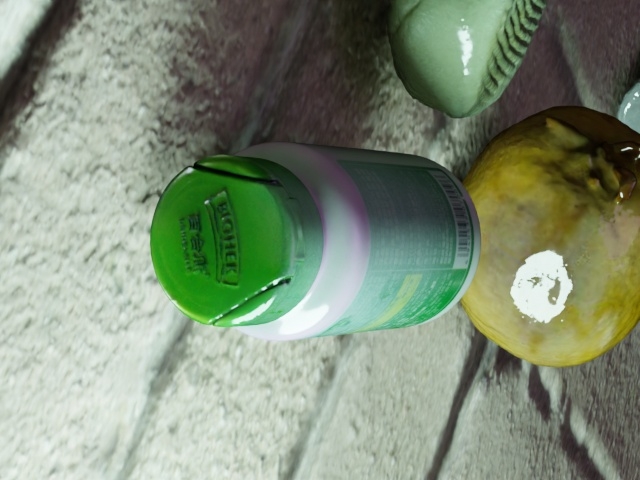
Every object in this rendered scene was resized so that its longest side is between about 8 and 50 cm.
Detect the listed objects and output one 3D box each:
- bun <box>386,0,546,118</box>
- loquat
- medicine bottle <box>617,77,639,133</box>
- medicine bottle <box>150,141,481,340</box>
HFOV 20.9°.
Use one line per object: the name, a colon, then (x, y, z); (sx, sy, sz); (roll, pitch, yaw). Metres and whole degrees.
bun: (0.110, -0.196, 1.321); (0.221, 0.108, 0.221); (22, 90, -79)
loquat: (0.210, -0.003, 1.515); (0.238, 0.193, 0.238); (-42, 155, -25)
medicine bottle: (0.441, -0.160, 1.966); (0.324, 0.124, 0.179); (-24, 120, -56)
medicine bottle: (0.000, 0.000, 1.178); (0.274, 0.133, 0.133); (1, 98, -63)
